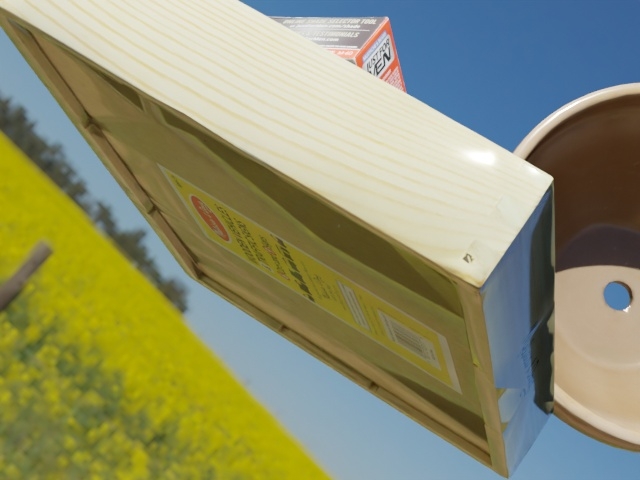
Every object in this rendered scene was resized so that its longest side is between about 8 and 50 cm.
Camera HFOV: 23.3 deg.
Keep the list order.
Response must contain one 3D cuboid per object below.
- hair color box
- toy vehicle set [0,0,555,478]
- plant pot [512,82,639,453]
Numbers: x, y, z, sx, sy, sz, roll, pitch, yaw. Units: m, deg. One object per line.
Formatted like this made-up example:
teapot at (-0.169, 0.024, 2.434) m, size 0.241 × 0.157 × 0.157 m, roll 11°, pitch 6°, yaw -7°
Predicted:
hair color box at (0.010, -0.056, 0.975) m, size 0.093 × 0.053 × 0.167 m, roll 5°, pitch -52°, yaw 29°
toy vehicle set at (0.000, 0.000, 0.528) m, size 0.166 × 0.035 × 0.267 m, roll 31°, pitch -11°, yaw 17°
plant pot at (0.209, 0.027, 1.006) m, size 0.237 × 0.237 × 0.110 m, roll 43°, pitch -17°, yaw 5°
